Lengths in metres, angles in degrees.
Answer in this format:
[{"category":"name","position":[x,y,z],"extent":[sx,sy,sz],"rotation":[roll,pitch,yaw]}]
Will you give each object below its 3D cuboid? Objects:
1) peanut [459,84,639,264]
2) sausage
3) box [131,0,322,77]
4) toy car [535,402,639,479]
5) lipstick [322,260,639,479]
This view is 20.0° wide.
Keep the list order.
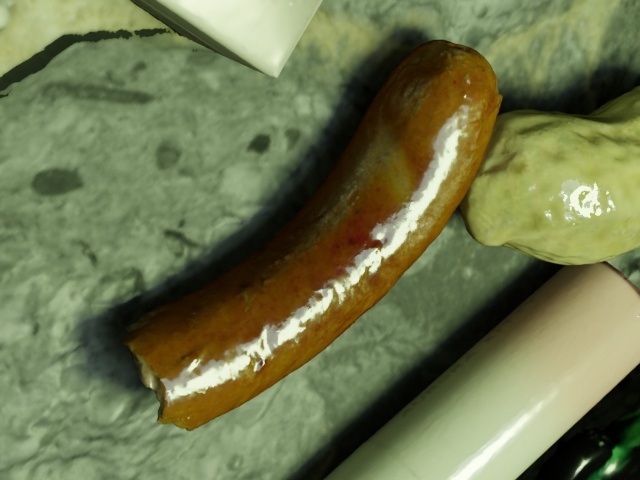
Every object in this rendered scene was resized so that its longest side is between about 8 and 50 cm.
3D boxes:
[{"category":"peanut","position":[0.198,-0.045,1.214],"extent":[0.257,0.123,0.123],"rotation":[0,109,-33]},{"category":"sausage","position":[0.003,0.003,1.105],"extent":[0.302,0.076,0.103],"rotation":[-44,130,-14]},{"category":"box","position":[-0.076,-0.233,0.927],"extent":[0.252,0.106,0.203],"rotation":[32,90,-40]},{"category":"toy car","position":[0.316,0.176,1.349],"extent":[0.359,0.213,0.176],"rotation":[-41,164,-12]},{"category":"lipstick","position":[0.088,0.142,1.225],"extent":[0.327,0.087,0.087],"rotation":[-40,128,-17]}]
